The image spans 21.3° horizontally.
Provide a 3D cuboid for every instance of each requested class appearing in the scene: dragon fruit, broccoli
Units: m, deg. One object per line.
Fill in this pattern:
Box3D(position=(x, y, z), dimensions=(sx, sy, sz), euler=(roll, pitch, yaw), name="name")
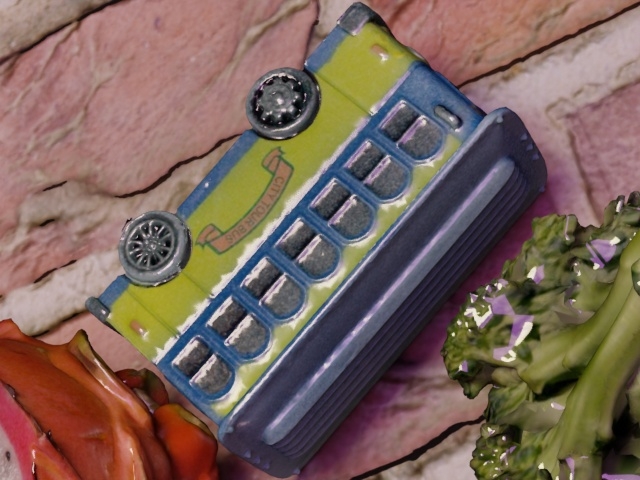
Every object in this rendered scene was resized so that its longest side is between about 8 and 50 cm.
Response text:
Box3D(position=(-0.208, 0.205, 1.245), dimensions=(0.305, 0.225, 0.305), euler=(-2, 86, 38), name="dragon fruit")
Box3D(position=(0.222, 0.102, 1.129), dimensions=(0.288, 0.235, 0.260), euler=(33, 111, 21), name="broccoli")

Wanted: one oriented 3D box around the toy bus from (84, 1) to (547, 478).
Box3D(position=(0.000, 0.000, 1.269), dimensions=(0.190, 0.152, 0.312), euler=(40, 87, 29), name="toy bus")
